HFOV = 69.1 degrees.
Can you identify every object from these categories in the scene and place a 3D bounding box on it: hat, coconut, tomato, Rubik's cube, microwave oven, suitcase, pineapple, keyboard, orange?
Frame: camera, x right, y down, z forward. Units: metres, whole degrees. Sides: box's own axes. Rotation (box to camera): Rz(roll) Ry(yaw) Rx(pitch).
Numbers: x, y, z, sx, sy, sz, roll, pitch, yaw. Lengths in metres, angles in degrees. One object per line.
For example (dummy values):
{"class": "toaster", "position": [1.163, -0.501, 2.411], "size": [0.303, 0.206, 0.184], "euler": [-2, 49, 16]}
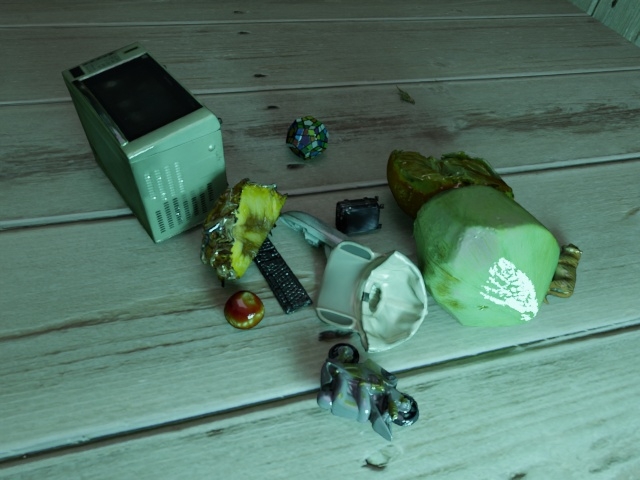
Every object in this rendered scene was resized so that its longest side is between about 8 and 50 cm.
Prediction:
{"class": "hat", "position": [0.105, 0.121, 1.041], "size": [0.164, 0.219, 0.226], "euler": [21, -3, -36]}
{"class": "coconut", "position": [0.353, 0.042, 1.004], "size": [0.281, 0.328, 0.328], "euler": [-16, 51, -15]}
{"class": "tomato", "position": [-0.163, 0.147, 0.998], "size": [0.087, 0.075, 0.087], "euler": [6, 47, -6]}
{"class": "Rubik's cube", "position": [-0.040, -0.311, 1.415], "size": [0.133, 0.133, 0.112], "euler": [-21, 80, -24]}
{"class": "microwave oven", "position": [-0.418, -0.256, 1.168], "size": [0.247, 0.333, 0.394], "euler": [-30, 58, -25]}
{"class": "suitcase", "position": [0.100, -0.065, 1.221], "size": [0.126, 0.086, 0.059], "euler": [-7, 33, -14]}
{"class": "pineapple", "position": [-0.219, -0.045, 1.101], "size": [0.161, 0.158, 0.334], "euler": [4, 52, 26]}
{"class": "keyboard", "position": [-0.102, 0.075, 1.108], "size": [0.072, 0.023, 0.231], "euler": [-19, 52, -25]}
{"class": "orange", "position": [0.336, -0.142, 1.241], "size": [0.335, 0.196, 0.262], "euler": [-2, 43, -7]}

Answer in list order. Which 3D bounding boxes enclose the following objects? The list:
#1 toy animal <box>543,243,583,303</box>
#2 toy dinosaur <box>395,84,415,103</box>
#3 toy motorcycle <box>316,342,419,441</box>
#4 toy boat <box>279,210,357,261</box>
{"class": "toy animal", "position": [0.597, 0.077, 1.164], "size": [0.099, 0.056, 0.241], "euler": [22, 48, 13]}
{"class": "toy dinosaur", "position": [0.307, -0.539, 1.726], "size": [0.041, 0.026, 0.113], "euler": [-27, 64, -36]}
{"class": "toy motorcycle", "position": [0.069, 0.290, 0.890], "size": [0.152, 0.073, 0.225], "euler": [-22, 44, -35]}
{"class": "toy boat", "position": [0.000, 0.000, 1.157], "size": [0.260, 0.078, 0.085], "euler": [32, 75, 19]}
